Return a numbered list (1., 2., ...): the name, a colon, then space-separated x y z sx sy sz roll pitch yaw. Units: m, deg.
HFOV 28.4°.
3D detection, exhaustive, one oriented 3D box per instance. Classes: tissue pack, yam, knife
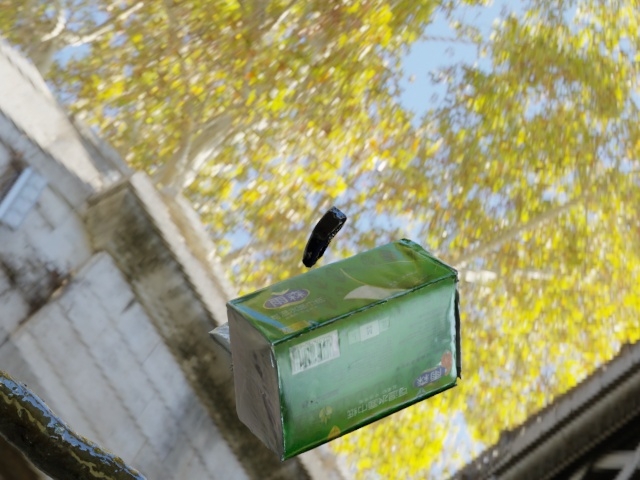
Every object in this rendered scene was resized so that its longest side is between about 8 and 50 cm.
1. tissue pack: 0.011 0.093 1.254 0.209 0.156 0.148 -21 -57 -25
2. yam: -0.284 0.180 1.233 0.253 0.061 0.061 39 -66 -13
3. knife: 0.000 0.000 1.119 0.018 0.121 0.031 42 -109 4
